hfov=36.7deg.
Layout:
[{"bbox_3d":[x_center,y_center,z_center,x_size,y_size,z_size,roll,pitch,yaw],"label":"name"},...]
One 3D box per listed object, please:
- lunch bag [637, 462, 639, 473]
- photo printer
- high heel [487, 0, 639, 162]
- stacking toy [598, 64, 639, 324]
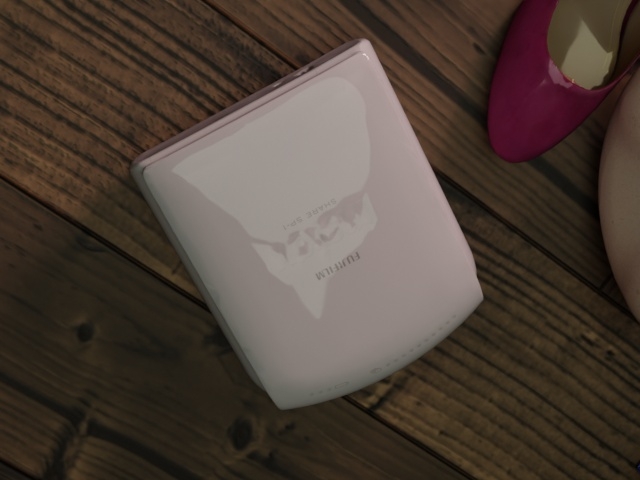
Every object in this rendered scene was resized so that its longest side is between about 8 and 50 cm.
[{"bbox_3d":[0.455,0.256,1.072,0.129,0.096,0.151,39,104,-15],"label":"lunch bag"},{"bbox_3d":[0.000,0.000,0.933,0.256,0.107,0.308,-28,106,-1],"label":"photo printer"},{"bbox_3d":[0.287,-0.228,0.883,0.127,0.181,0.377,28,98,-14],"label":"high heel"},{"bbox_3d":[0.553,-0.055,0.937,0.479,0.350,0.351,-8,105,-22],"label":"stacking toy"}]
